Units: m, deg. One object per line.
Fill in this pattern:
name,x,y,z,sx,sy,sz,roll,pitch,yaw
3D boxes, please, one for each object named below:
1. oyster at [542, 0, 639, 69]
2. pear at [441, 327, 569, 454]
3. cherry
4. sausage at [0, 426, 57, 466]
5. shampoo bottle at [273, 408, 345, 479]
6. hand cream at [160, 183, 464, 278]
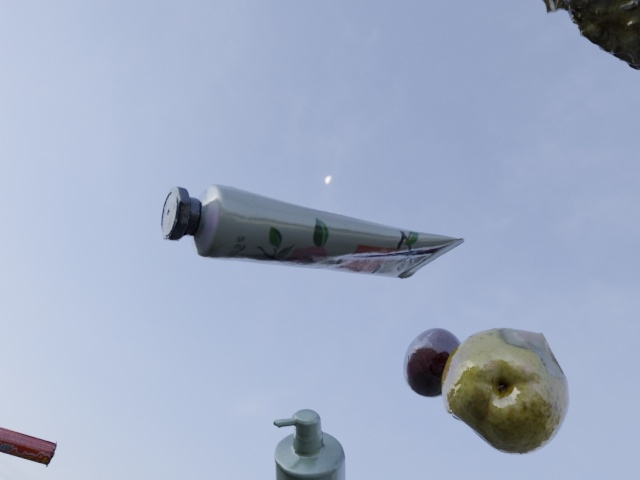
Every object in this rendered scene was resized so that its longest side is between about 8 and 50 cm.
oyster,0.439,-0.296,0.767,0.294,0.166,0.094,-2,-32,-8
pear,0.372,0.305,1.229,0.271,0.271,0.271,16,-41,14
cherry,0.269,0.286,1.433,0.140,0.176,0.176,30,-37,20
sausage,-0.560,0.370,1.105,0.145,0.048,0.050,27,-19,-20
shampoo bottle,-0.012,0.320,0.736,0.085,0.085,0.262,8,-67,23
hand cream,0.000,0.000,0.450,0.234,0.050,0.080,10,-30,-31
